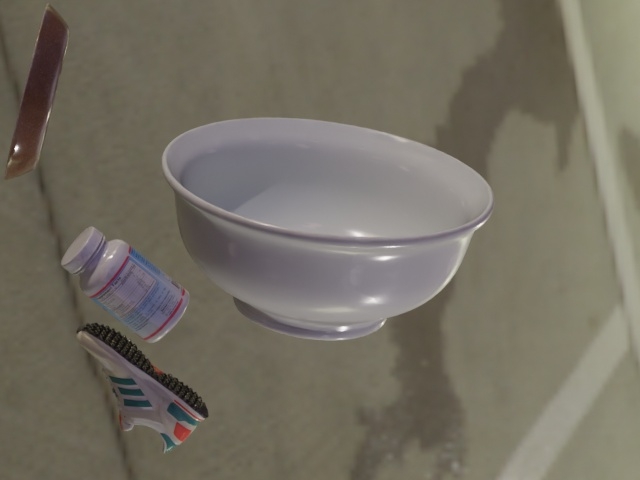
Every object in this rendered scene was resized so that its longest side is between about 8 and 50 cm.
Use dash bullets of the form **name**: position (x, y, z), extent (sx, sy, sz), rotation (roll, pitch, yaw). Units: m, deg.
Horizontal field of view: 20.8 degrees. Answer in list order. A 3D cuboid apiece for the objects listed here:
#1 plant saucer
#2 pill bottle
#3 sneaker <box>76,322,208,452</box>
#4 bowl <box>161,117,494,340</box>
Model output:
- **plant saucer**: position (-0.258, -0.134, 1.609), extent (0.168, 0.029, 0.168), rotation (-167, -90, -81)
- **pill bottle**: position (-0.256, 0.055, 2.276), extent (0.160, 0.087, 0.087), rotation (40, 46, -18)
- **sneaker**: position (-0.197, 0.155, 1.789), extent (0.161, 0.075, 0.057), rotation (38, 10, -6)
- **bowl**: position (0.000, 0.000, 1.560), extent (0.298, 0.298, 0.134), rotation (-33, 135, -58)
